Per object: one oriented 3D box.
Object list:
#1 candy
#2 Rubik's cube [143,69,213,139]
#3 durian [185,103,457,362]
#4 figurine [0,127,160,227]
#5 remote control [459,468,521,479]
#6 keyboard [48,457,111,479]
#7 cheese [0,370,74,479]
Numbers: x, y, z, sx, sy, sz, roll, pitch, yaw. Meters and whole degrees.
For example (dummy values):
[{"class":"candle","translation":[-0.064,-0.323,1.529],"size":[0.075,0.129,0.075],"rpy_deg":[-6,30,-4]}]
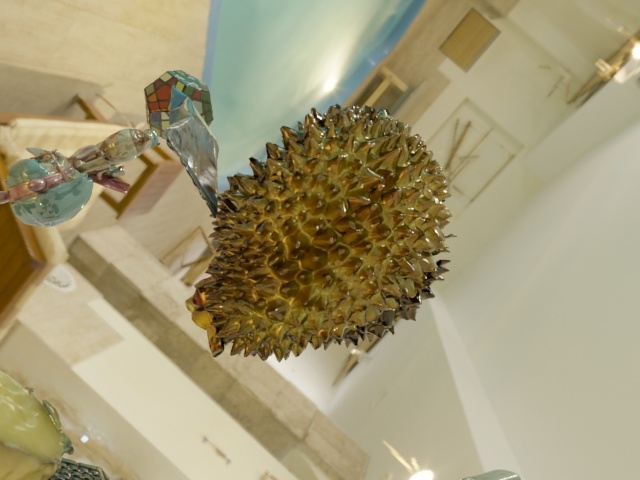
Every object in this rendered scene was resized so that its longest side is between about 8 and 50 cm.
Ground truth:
[{"class":"candy","translation":[-0.118,-0.086,0.599],"size":[0.038,0.088,0.136],"rpy_deg":[-21,-148,5]},{"class":"Rubik's cube","translation":[-0.251,-0.236,1.154],"size":[0.112,0.133,0.133],"rpy_deg":[-60,173,20]},{"class":"durian","translation":[0.009,-0.003,0.649],"size":[0.292,0.258,0.258],"rpy_deg":[-24,160,-47]},{"class":"figurine","translation":[-0.315,-0.099,0.926],"size":[0.205,0.103,0.260],"rpy_deg":[-2,-158,30]},{"class":"remote control","translation":[0.213,0.359,0.943],"size":[0.166,0.029,0.065],"rpy_deg":[1,168,-35]},{"class":"keyboard","translation":[-0.194,0.242,0.528],"size":[0.262,0.106,0.016],"rpy_deg":[23,-94,60]},{"class":"cheese","translation":[-0.269,0.166,0.435],"size":[0.167,0.123,0.094],"rpy_deg":[-44,-149,-5]}]
